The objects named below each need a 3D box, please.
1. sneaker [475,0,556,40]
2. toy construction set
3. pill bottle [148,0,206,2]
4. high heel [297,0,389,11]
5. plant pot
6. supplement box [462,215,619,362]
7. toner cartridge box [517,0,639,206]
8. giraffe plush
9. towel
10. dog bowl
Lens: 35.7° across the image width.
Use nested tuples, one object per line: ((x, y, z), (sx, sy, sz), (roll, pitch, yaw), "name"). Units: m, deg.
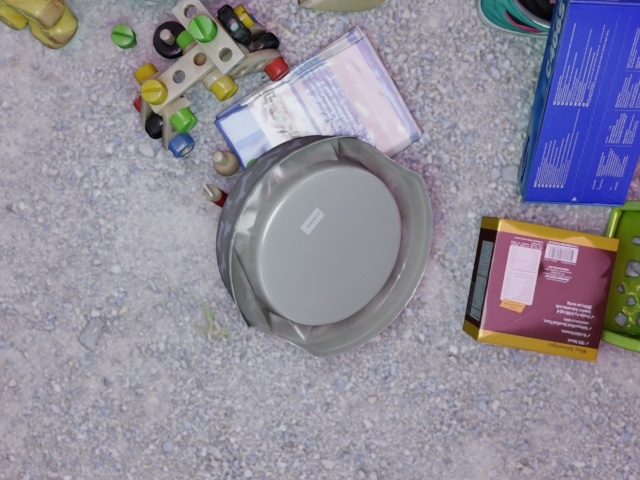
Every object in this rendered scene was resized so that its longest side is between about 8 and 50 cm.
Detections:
((0.400, -0.366, 1.521), (0.296, 0.178, 0.123), (5, 93, -3), "sneaker")
((-0.173, -0.211, 1.451), (0.258, 0.237, 0.308), (-13, 86, 4), "toy construction set")
((-0.265, -0.424, 1.472), (0.229, 0.131, 0.131), (3, 94, -42), "pill bottle")
((0.076, -0.468, 1.572), (0.261, 0.093, 0.186), (-15, 70, 12), "high heel")
((0.563, 0.070, 1.532), (0.207, 0.228, 0.227), (13, 92, -10), "plant pot")
((0.343, 0.074, 1.566), (0.191, 0.129, 0.194), (10, 93, -3), "supplement box")
((0.409, -0.211, 1.487), (0.165, 0.075, 0.347), (3, 129, -2), "toner cartridge box")
((-0.435, -0.417, 1.501), (0.210, 0.181, 0.170), (32, 80, -16), "giraffe plush")
((-0.002, -0.184, 1.590), (0.285, 0.034, 0.209), (-31, 96, 2), "towel")
((0.000, 0.000, 1.492), (0.349, 0.102, 0.348), (-12, 113, -29), "dog bowl")
